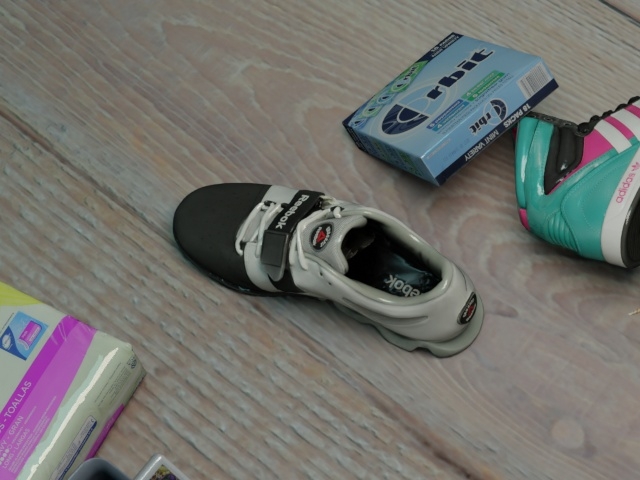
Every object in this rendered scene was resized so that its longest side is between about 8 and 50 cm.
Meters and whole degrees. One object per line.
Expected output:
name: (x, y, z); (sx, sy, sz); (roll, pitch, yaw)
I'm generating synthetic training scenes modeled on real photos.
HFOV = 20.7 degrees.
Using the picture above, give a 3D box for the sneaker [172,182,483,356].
sneaker: (0.000, 0.000, 1.703); (0.331, 0.146, 0.122); (18, 71, 17)

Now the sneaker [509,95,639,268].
sneaker: (0.277, -0.097, 1.722); (0.178, 0.123, 0.295); (12, 47, 30)

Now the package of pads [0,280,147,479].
package of pads: (-0.355, 0.151, 1.710); (0.297, 0.101, 0.229); (25, 71, 18)

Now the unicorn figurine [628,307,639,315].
unicorn figurine: (0.372, 0.076, 1.630); (0.162, 0.111, 0.060); (10, 69, 13)

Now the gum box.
gum box: (0.125, -0.135, 1.740); (0.157, 0.041, 0.184); (-40, 25, -9)

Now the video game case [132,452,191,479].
video game case: (-0.135, 0.318, 1.589); (0.190, 0.022, 0.173); (44, 76, -15)

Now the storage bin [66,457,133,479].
storage bin: (-0.210, 0.287, 1.633); (0.098, 0.091, 0.135); (35, 76, 20)
